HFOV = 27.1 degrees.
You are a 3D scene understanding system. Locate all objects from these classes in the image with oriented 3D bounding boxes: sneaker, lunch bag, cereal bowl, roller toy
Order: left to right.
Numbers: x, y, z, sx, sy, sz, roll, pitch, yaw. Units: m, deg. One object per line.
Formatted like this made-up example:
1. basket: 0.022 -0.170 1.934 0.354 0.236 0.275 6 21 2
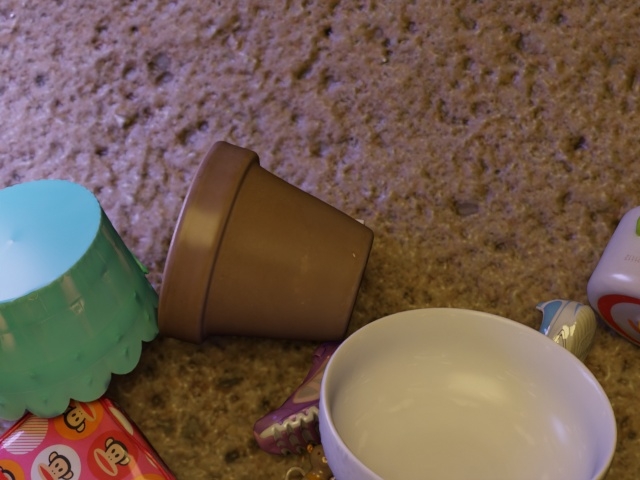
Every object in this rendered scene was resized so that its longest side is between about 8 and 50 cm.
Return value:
1. lunch bag: -0.300 0.351 1.655 0.258 0.120 0.293 -41 69 -7
2. sneaker: 0.012 0.186 1.706 0.236 0.095 0.104 -29 62 -12
3. cereal bowl: 0.160 0.235 1.541 0.339 0.141 0.339 6 38 -5
4. sneaker: 0.285 0.189 1.690 0.086 0.085 0.237 6 72 42
5. roller toy: 0.441 0.061 1.658 0.209 0.191 0.146 35 72 -9

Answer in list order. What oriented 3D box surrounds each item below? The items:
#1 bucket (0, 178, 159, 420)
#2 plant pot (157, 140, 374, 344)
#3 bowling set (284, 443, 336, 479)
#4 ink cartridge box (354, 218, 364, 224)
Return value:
1. bucket: -0.358 0.066 1.676 0.281 0.183 0.281 -11 39 9
2. plant pot: -0.060 0.028 1.691 0.229 0.263 0.263 16 71 2
3. bowling set: 0.075 0.352 1.571 0.287 0.200 0.154 29 74 7
4. ink cartridge box: 0.000 0.000 1.807 0.115 0.029 0.063 6 70 7
